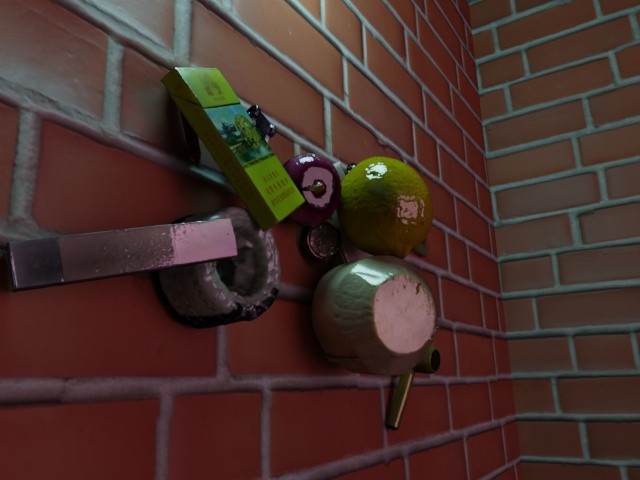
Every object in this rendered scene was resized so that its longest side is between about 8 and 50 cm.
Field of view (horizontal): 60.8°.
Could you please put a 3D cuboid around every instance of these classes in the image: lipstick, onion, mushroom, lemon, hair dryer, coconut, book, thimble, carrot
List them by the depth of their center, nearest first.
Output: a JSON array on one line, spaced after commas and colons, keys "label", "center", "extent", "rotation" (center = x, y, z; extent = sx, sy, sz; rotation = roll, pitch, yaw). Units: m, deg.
[{"label": "lipstick", "center": [-0.287, 0.017, 0.820], "extent": [0.318, 0.066, 0.068], "rotation": [-8, 85, -30]}, {"label": "thimble", "center": [-0.193, 0.047, 1.021], "extent": [0.237, 0.150, 0.237], "rotation": [27, 57, -51]}, {"label": "carrot", "center": [-0.268, -0.247, 1.105], "extent": [0.037, 0.037, 0.190], "rotation": [-8, 91, -59]}, {"label": "onion", "center": [-0.029, -0.124, 1.332], "extent": [0.177, 0.154, 0.177], "rotation": [12, 75, -53]}, {"label": "coconut", "center": [0.130, 0.187, 1.378], "extent": [0.323, 0.323, 0.322], "rotation": [25, 60, -54]}, {"label": "lemon", "center": [0.164, -0.084, 1.411], "extent": [0.267, 0.268, 0.267], "rotation": [25, 60, -54]}, {"label": "mushroom", "center": [0.000, 0.000, 1.418], "extent": [0.123, 0.052, 0.123], "rotation": [-3, 96, -32]}, {"label": "hair dryer", "center": [0.272, 0.451, 1.687], "extent": [0.090, 0.135, 0.278], "rotation": [50, 52, -38]}, {"label": "book", "center": [0.341, -0.043, 2.035], "extent": [0.231, 0.027, 0.161], "rotation": [29, 57, -52]}]

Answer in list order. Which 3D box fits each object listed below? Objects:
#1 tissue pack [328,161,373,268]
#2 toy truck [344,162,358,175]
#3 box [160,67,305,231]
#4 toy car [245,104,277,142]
[{"label": "tissue pack", "center": [0.058, -0.040, 1.532], "extent": [0.170, 0.071, 0.325], "rotation": [-48, 121, -55]}, {"label": "toy truck", "center": [0.151, -0.125, 1.647], "extent": [0.127, 0.127, 0.257], "rotation": [-57, 146, -16]}, {"label": "box", "center": [-0.161, -0.187, 1.076], "extent": [0.334, 0.047, 0.187], "rotation": [56, 22, -6]}, {"label": "toy car", "center": [-0.158, -0.220, 1.235], "extent": [0.080, 0.071, 0.170], "rotation": [45, 43, -42]}]
